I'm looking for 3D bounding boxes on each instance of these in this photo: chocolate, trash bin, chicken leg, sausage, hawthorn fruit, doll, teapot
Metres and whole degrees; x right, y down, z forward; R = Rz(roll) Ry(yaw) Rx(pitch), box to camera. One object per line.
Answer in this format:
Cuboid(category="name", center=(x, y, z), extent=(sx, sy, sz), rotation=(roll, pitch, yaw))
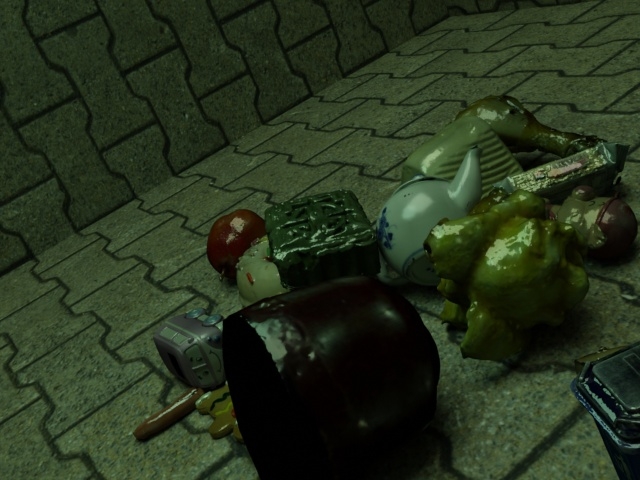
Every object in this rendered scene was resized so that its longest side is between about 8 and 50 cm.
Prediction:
Cuboid(category="chocolate", center=(0.038, 0.242, 1.347), extent=(0.332, 0.383, 0.384), rotation=(-16, 19, -25))
Cuboid(category="trash bin", center=(0.457, 0.254, 1.010), extent=(0.184, 0.234, 0.162), rotation=(-24, 25, 0))
Cuboid(category="chicken leg", center=(0.558, -0.279, 2.080), extent=(0.429, 0.152, 0.201), rotation=(21, 61, 29))
Cuboid(category="sausage", center=(-0.335, 0.384, 1.712), extent=(0.177, 0.040, 0.047), rotation=(-33, 26, -18))
Cuboid(category="hawthorn fruit", center=(-0.240, 0.030, 2.203), extent=(0.197, 0.196, 0.225), rotation=(-4, 46, 38))
Cuboid(category="doll", center=(0.544, -0.039, 1.647), extent=(0.256, 0.152, 0.196), rotation=(2, 42, 39))
Cuboid(category="teapot", center=(0.248, -0.045, 1.776), extent=(0.424, 0.252, 0.280), rotation=(-49, 36, 41))

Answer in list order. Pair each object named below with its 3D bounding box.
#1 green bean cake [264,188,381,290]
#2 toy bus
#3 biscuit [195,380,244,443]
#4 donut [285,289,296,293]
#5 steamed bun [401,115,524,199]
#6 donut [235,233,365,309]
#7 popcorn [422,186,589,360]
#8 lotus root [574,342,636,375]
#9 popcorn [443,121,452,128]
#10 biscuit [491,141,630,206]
Cuboid(category="green bean cake", center=(0.000, 0.000, 1.790), extent=(0.241, 0.132, 0.255), rotation=(-11, 33, -5))
Cuboid(category="toy bus", center=(-0.285, 0.256, 1.814), extent=(0.142, 0.141, 0.203), rotation=(-31, 23, -29))
Cuboid(category="biscuit", center=(-0.174, 0.355, 1.633), extent=(0.158, 0.035, 0.240), rotation=(-34, 25, -17))
Cuboid(category="donut", center=(-0.030, 0.223, 1.650), extent=(0.259, 0.136, 0.345), rotation=(-35, 24, -23))
Cuboid(category="steamed bun", center=(0.342, -0.158, 2.013), extent=(0.290, 0.273, 0.272), rotation=(-30, 8, -23))
Cuboid(category="donut", center=(-0.050, 0.056, 2.011), extent=(0.383, 0.142, 0.382), rotation=(-19, 25, 9))
Cuboid(category="popcorn", center=(0.353, 0.083, 1.457), extent=(0.290, 0.321, 0.325), rotation=(4, 50, 19))
Cuboid(category="lotus root", center=(0.550, 0.215, 1.208), extent=(0.170, 0.074, 0.261), rotation=(-29, 23, -14))
Cuboid(category="popcorn", center=(0.389, -0.264, 2.298), extent=(0.174, 0.142, 0.173), rotation=(-33, 35, 28))
Cuboid(category="biscuit", center=(0.563, -0.129, 1.812), extent=(0.309, 0.186, 0.079), rotation=(-22, 61, 7))
